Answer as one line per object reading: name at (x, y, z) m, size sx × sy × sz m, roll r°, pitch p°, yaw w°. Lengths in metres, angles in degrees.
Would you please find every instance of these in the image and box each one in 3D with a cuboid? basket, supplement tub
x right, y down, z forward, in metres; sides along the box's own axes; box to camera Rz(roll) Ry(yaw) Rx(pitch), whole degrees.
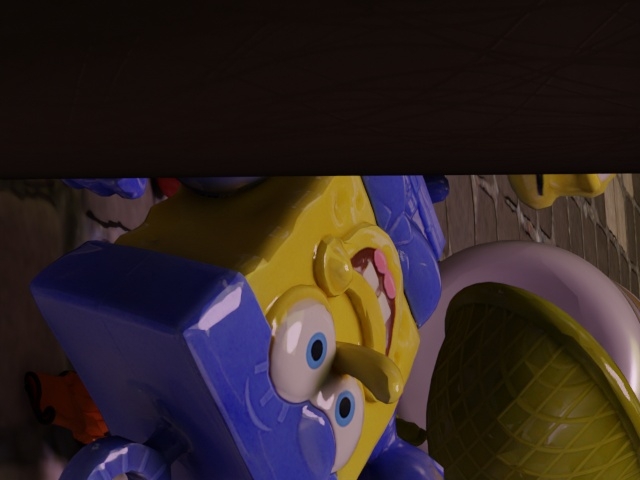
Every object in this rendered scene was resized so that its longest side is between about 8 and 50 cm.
basket at (-0.037, -0.087, 0.412) m, size 0.204 × 0.226 × 0.154 m, roll 60°, pitch 29°, yaw -57°
supplement tub at (0.123, 0.081, 1.056) m, size 0.199 × 0.144 × 0.144 m, roll 22°, pitch 64°, yaw -72°

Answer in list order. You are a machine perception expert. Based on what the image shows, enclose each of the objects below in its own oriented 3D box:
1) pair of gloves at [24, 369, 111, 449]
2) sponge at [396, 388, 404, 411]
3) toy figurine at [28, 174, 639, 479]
pair of gloves at (-0.062, 0.078, 0.604) m, size 0.083 × 0.010 × 0.074 m, roll 61°, pitch 15°, yaw 22°
sponge at (0.000, 0.000, 0.863) m, size 0.117 × 0.031 × 0.210 m, roll -63°, pitch 145°, yaw -61°
toy figurine at (-0.025, 0.033, 0.601) m, size 0.217 × 0.191 × 0.363 m, roll -55°, pitch 139°, yaw -37°
